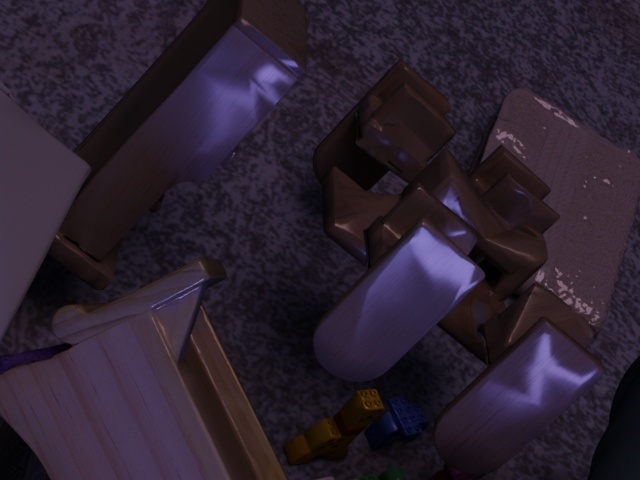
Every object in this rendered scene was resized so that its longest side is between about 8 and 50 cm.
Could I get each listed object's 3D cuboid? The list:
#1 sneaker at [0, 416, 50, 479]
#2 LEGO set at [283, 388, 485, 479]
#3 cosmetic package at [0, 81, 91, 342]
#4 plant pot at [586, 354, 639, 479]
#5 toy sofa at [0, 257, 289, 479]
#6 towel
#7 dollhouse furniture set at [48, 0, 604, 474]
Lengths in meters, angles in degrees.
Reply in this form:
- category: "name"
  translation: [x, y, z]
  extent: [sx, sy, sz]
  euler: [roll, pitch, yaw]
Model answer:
- category: "sneaker"
  translation: [-0.191, 0.217, 1.299]
  extent: [0.115, 0.090, 0.232]
  euler: [31, 32, -42]
- category: "LEGO set"
  translation: [0.050, 0.173, 1.468]
  extent: [0.227, 0.093, 0.087]
  euler: [-6, 59, -36]
- category: "cosmetic package"
  translation: [-0.337, 0.019, 1.241]
  extent: [0.217, 0.156, 0.385]
  euler: [44, 32, -17]
- category: "plant pot"
  translation: [0.312, 0.296, 1.366]
  extent: [0.341, 0.341, 0.334]
  euler: [42, 49, 5]
- category: "toy sofa"
  translation: [-0.083, 0.203, 1.255]
  extent: [0.363, 0.177, 0.150]
  euler: [64, 3, 2]
- category: "towel"
  translation: [0.241, -0.038, 1.798]
  extent: [0.187, 0.049, 0.282]
  euler: [30, 44, -7]
- category: "dollhouse furniture set"
  translation: [0.000, 0.000, 1.476]
  extent: [0.394, 0.256, 0.362]
  euler: [39, 20, -18]
